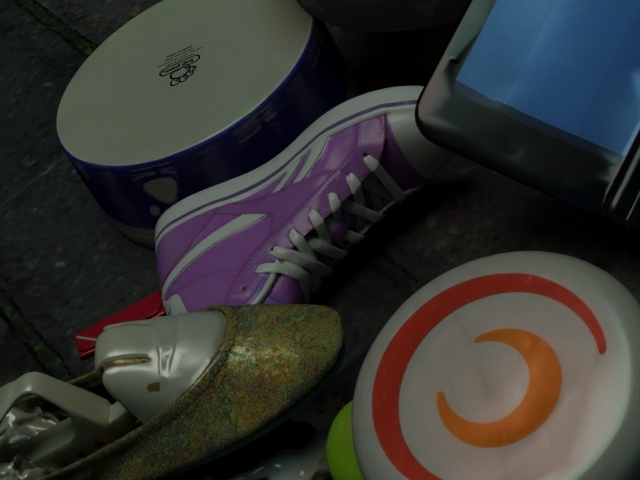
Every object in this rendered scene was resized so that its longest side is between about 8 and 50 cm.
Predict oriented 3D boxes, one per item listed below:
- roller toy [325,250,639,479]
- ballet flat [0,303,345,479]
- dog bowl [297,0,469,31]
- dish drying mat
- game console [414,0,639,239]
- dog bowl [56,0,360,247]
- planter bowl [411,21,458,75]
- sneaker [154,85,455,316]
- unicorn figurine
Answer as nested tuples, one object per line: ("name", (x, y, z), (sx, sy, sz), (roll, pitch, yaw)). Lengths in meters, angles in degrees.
("roller toy", (0.130, 0.118, 0.858), (0.209, 0.146, 0.191), (27, 74, 41))
("ballet flat", (-0.148, 0.119, 1.009), (0.348, 0.123, 0.123), (-29, 37, 22))
("dog bowl", (0.100, -0.309, 1.228), (0.349, 0.102, 0.349), (-15, 40, 13))
("dish drying mat", (-0.170, 0.071, 1.213), (0.083, 0.008, 0.032), (-29, 37, 3))
("game console", (0.234, -0.165, 0.957), (0.293, 0.173, 0.250), (-63, 17, -8))
("dog bowl", (-0.104, -0.122, 1.304), (0.265, 0.104, 0.265), (-18, 40, 16))
("planter bowl", (0.167, -0.240, 1.271), (0.217, 0.090, 0.217), (-18, 40, 16))
("sneaker", (0.000, 0.001, 1.118), (0.282, 0.102, 0.161), (-31, 40, 17))
("unicorn figurine", (-0.027, 0.170, 0.981), (0.111, 0.060, 0.162), (-14, 55, 6))
